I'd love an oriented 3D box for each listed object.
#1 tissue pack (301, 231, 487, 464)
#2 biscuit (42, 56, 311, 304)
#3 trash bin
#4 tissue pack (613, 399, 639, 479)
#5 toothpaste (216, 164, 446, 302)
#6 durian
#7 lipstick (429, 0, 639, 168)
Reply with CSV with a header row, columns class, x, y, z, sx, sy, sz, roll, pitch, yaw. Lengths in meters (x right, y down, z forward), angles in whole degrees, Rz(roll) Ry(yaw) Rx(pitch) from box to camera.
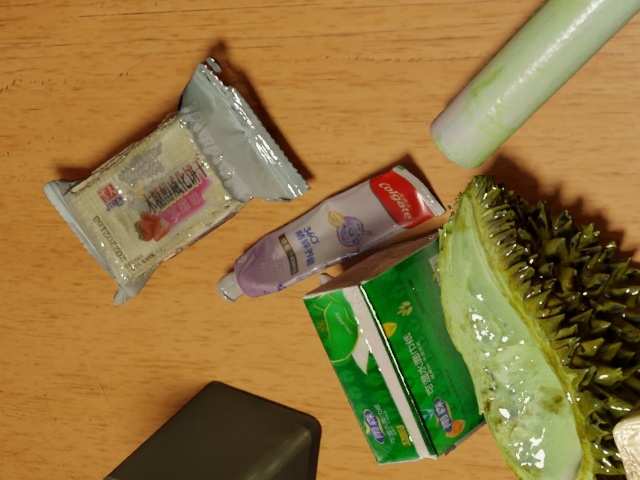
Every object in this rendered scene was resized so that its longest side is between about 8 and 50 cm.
class,x,y,z,sx,sy,sz,roll,pitch,yaw
tissue pack,0.080,0.122,1.918,0.156,0.148,0.209,-14,103,46
biscuit,-0.175,-0.065,2.031,0.309,0.079,0.186,-31,94,36
trash bin,-0.127,0.286,2.042,0.164,0.240,0.122,17,118,22
tissue pack,0.405,0.181,1.703,0.159,0.234,0.125,-12,100,33
toothpaste,0.000,0.000,1.978,0.301,0.048,0.075,-28,90,32
durian,0.248,0.106,1.834,0.198,0.163,0.394,-20,99,53
lipstick,0.229,-0.190,1.756,0.076,0.076,0.304,47,124,6
